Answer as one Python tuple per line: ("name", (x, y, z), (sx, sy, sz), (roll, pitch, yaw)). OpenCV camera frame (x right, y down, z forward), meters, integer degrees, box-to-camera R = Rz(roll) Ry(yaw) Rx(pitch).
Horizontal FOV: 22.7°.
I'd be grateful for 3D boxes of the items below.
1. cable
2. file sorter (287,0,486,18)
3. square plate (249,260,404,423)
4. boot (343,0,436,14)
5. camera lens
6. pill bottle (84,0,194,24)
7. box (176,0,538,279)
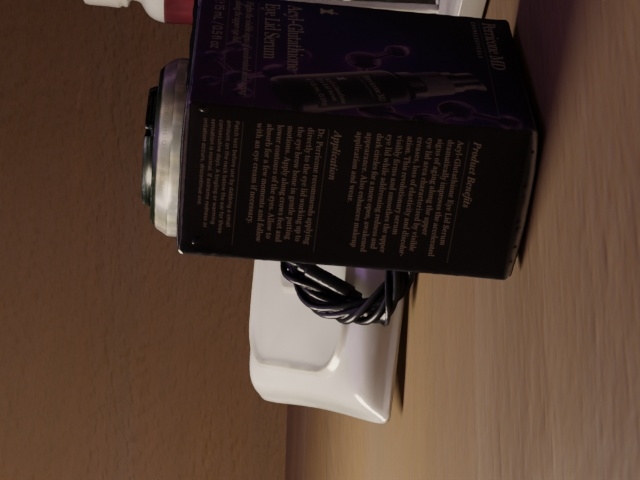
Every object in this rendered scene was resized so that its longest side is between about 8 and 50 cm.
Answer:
("cable", (0.019, 0.000, 1.475), (0.047, 0.150, 0.184), (9, -126, -54))
("file sorter", (0.036, -0.284, 1.206), (0.193, 0.173, 0.278), (99, 173, -57))
("square plate", (0.000, 0.000, 1.630), (0.344, 0.049, 0.347), (177, 99, -69))
("boot", (0.070, -0.288, 1.525), (0.264, 0.096, 0.280), (124, 166, -63))
("camera lens", (-0.078, -0.108, 1.967), (0.219, 0.274, 0.219), (-176, 90, -86))
("pill bottle", (-0.138, -0.418, 2.292), (0.224, 0.392, 0.224), (-176, 90, -87))
("box", (0.019, -0.066, 0.985), (0.153, 0.207, 0.108), (-94, 9, -57))
